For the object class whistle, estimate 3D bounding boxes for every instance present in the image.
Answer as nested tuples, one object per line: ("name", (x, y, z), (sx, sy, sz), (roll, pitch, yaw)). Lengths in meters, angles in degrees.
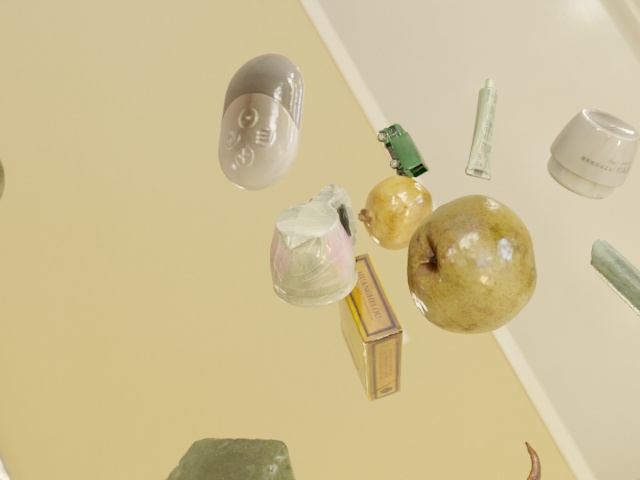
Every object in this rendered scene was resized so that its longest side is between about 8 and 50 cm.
("whistle", (0.577, 0.106, 1.286), (0.062, 0.312, 0.062), (-11, 127, -15))

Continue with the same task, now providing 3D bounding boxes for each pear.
("pear", (0.239, 0.036, 1.176), (0.188, 0.228, 0.211), (-13, 166, 43))

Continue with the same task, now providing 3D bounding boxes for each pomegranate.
("pomegranate", (0.181, -0.067, 1.781), (0.196, 0.196, 0.196), (-28, 172, -4))

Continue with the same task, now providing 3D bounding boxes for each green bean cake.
("green bean cake", (-0.150, 0.390, 1.109), (0.183, 0.094, 0.185), (-5, -161, 27))

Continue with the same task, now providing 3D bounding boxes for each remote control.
("remote control", (-0.140, -0.279, 1.705), (0.221, 0.332, 0.103), (1, 169, 29))

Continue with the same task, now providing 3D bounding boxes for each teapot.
("teapot", (0.007, 0.007, 1.376), (0.222, 0.163, 0.178), (-25, 130, -25))

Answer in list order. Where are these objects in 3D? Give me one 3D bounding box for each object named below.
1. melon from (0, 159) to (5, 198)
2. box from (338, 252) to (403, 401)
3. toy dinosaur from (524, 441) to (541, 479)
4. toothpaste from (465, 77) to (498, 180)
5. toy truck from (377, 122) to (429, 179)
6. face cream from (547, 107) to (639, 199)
("melon", (-0.420, -0.062, 0.823), (0.114, 0.114, 0.167), (-32, -151, 20))
("box", (0.102, 0.192, 1.541), (0.084, 0.193, 0.301), (-17, 146, -6))
("toy dinosaur", (0.279, 0.525, 1.044), (0.208, 0.432, 0.097), (3, 171, -36))
("toothpaste", (0.421, -0.289, 1.868), (0.047, 0.268, 0.069), (1, 168, 39))
("toy truck", (0.204, -0.226, 1.838), (0.079, 0.147, 0.065), (-31, 153, 14))
("face cream", (0.397, -0.126, 1.060), (0.117, 0.117, 0.104), (-20, 140, -47))
